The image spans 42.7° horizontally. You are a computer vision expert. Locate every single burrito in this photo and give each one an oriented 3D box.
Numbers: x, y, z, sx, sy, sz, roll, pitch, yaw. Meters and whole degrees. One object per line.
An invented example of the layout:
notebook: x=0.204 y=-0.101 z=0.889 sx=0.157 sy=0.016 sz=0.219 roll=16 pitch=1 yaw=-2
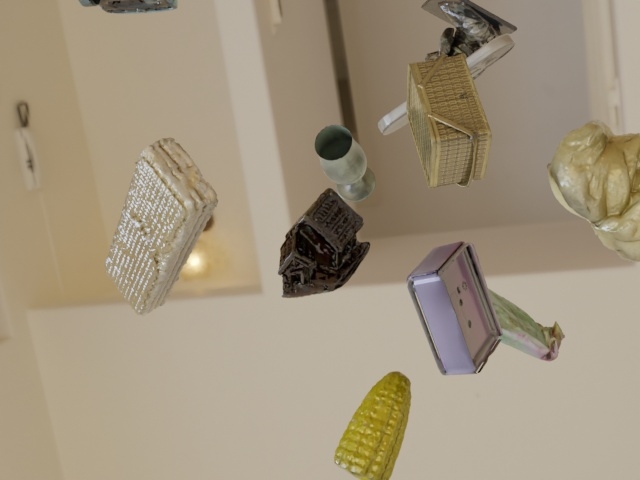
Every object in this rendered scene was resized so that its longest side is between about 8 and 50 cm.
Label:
burrito: x=0.425 y=0.190 z=1.811 sx=0.229 sy=0.089 sz=0.144 roll=31 pitch=-152 yaw=5

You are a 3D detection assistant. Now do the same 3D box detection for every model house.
model house: x=-0.004 y=0.005 z=1.335 sx=0.106 sy=0.152 sz=0.165 roll=21 pitch=-125 yaw=22

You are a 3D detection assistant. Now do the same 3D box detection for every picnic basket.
picnic basket: x=0.172 y=-0.163 z=1.123 sx=0.080 sy=0.164 sz=0.115 roll=-11 pitch=148 yaw=-1

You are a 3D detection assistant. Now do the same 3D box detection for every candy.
candy: x=0.102 y=0.318 z=1.402 sx=0.106 sy=0.094 sz=0.198 roll=15 pitch=-114 yaw=28

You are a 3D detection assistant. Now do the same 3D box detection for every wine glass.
wine glass: x=0.050 y=-0.156 z=1.660 sx=0.093 sy=0.092 sz=0.202 roll=-7 pitch=159 yaw=12

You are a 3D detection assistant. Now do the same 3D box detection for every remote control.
remote control: x=0.192 y=-0.240 z=1.269 sx=0.245 sy=0.022 sz=0.077 roll=-34 pitch=172 yaw=20

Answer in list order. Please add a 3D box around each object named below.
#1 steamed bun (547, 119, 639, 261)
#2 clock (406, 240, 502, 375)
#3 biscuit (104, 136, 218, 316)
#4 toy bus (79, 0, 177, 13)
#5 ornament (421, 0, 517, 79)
steamed bun: x=0.701 y=-0.124 z=1.863 sx=0.230 sy=0.372 sz=0.325 roll=-42 pitch=-179 yaw=39
clock: x=0.232 y=0.114 z=1.390 sx=0.073 sy=0.193 sz=0.145 roll=-12 pitch=-165 yaw=35
biscuit: x=-0.285 y=-0.007 z=1.421 sx=0.078 sy=0.144 sz=0.426 roll=-32 pitch=167 yaw=-34
toy bus: x=-0.346 y=-0.491 z=1.312 sx=0.152 sy=0.190 sz=0.312 roll=-1 pitch=176 yaw=12
ornament: x=0.233 y=-0.322 z=1.490 sx=0.166 sy=0.196 sz=0.153 roll=26 pitch=-177 yaw=-7
